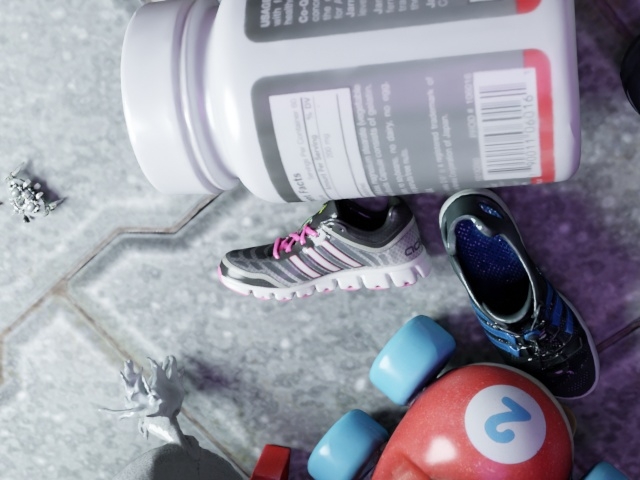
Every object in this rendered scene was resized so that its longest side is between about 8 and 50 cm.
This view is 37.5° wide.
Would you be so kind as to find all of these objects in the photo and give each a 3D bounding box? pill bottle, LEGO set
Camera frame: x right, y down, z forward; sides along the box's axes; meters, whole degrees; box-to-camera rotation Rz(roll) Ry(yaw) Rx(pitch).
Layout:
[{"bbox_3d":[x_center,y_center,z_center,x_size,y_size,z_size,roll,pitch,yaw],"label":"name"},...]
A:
[{"bbox_3d":[0.025,-0.109,0.637,0.283,0.161,0.161,-4,113,13],"label":"pill bottle"},{"bbox_3d":[-0.261,-0.036,0.799,0.083,0.023,0.054,-9,111,15],"label":"LEGO set"}]

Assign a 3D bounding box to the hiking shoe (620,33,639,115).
[{"bbox_3d":[0.342,-0.056,0.615,0.304,0.132,0.113,26,116,-1],"label":"hiking shoe"}]

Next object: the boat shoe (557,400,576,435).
[{"bbox_3d":[0.162,0.192,0.812,0.056,0.048,0.153,42,110,17],"label":"boat shoe"}]

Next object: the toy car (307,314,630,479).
[{"bbox_3d":[0.076,0.207,0.689,0.219,0.238,0.210,39,115,17],"label":"toy car"}]

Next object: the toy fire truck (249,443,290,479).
[{"bbox_3d":[-0.010,0.292,0.882,0.135,0.047,0.192,12,116,6],"label":"toy fire truck"}]

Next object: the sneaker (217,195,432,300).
[{"bbox_3d":[0.000,0.000,0.746,0.170,0.063,0.075,-5,113,8],"label":"sneaker"}]

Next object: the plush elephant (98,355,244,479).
[{"bbox_3d":[-0.181,0.292,0.786,0.272,0.330,0.255,22,125,-42],"label":"plush elephant"}]

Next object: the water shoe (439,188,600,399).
[{"bbox_3d":[0.150,0.057,0.730,0.073,0.080,0.203,-30,105,21],"label":"water shoe"}]
